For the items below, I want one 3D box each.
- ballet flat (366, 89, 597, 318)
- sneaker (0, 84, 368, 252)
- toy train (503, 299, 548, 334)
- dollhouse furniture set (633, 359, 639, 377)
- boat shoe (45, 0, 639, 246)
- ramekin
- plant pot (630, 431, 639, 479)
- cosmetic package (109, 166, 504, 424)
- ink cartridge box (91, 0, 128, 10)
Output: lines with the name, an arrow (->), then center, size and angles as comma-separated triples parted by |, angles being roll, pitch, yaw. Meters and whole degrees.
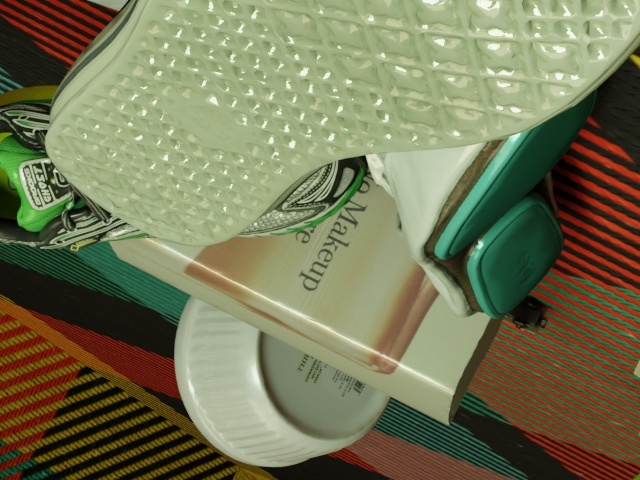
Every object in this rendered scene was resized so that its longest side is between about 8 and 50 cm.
ballet flat -> 0.081, -0.051, 1.214 | 0.139, 0.139, 0.400 | 26, 168, 11
sneaker -> -0.126, -0.043, 1.332 | 0.343, 0.134, 0.146 | -8, -167, 27
toy train -> 0.121, 0.043, 1.677 | 0.158, 0.027, 0.036 | 23, 170, 22
dollhouse furniture set -> 0.274, 0.006, 1.068 | 0.129, 0.129, 0.183 | 26, 143, 10
boat shoe -> 0.012, -0.128, 0.981 | 0.187, 0.156, 0.500 | 37, 154, -15
ramekin -> -0.023, 0.108, 1.860 | 0.207, 0.207, 0.109 | 35, 155, -27
plant pot -> 0.366, 0.279, 1.665 | 0.227, 0.207, 0.228 | 33, 166, -34
cosmetic package -> 0.000, 0.000, 1.489 | 0.296, 0.153, 0.129 | 25, 168, 8
ink cartridge box -> -0.102, -0.179, 1.280 | 0.225, 0.056, 0.181 | 14, 176, -31
